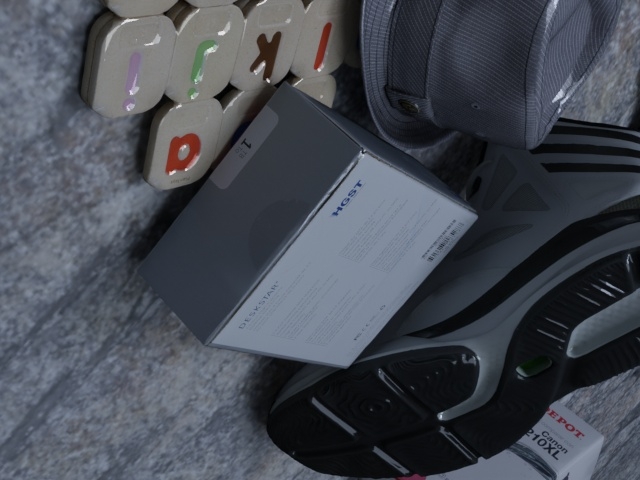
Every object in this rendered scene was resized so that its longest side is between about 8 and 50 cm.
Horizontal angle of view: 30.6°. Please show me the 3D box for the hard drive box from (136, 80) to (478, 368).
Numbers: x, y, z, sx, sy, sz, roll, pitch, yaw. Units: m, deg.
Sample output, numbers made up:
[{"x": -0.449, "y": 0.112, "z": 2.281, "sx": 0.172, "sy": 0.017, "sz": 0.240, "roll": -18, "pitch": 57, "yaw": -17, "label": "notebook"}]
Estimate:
[{"x": 0.000, "y": 0.000, "z": 0.916, "sx": 0.181, "sy": 0.089, "sz": 0.232, "roll": -50, "pitch": 153, "yaw": 10, "label": "hard drive box"}]

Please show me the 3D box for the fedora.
[{"x": 0.148, "y": -0.167, "z": 0.904, "sx": 0.243, "sy": 0.124, "sz": 0.275, "roll": -49, "pitch": 154, "yaw": -19, "label": "fedora"}]

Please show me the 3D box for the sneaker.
[{"x": 0.144, "y": 0.046, "z": 1.105, "sx": 0.448, "sy": 0.257, "sz": 0.169, "roll": -29, "pitch": 126, "yaw": 26, "label": "sneaker"}]

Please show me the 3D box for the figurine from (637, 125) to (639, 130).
[{"x": 0.450, "y": -0.160, "z": 1.373, "sx": 0.215, "sy": 0.092, "sz": 0.209, "roll": -32, "pitch": 139, "yaw": -31, "label": "figurine"}]

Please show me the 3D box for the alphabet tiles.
[{"x": -0.033, "y": -0.169, "z": 0.795, "sx": 0.284, "sy": 0.021, "sz": 0.277, "roll": -19, "pitch": 136, "yaw": -42, "label": "alphabet tiles"}]

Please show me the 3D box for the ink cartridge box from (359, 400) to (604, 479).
[{"x": 0.189, "y": 0.266, "z": 1.379, "sx": 0.237, "sy": 0.172, "sz": 0.100, "roll": -28, "pitch": 142, "yaw": -33, "label": "ink cartridge box"}]
